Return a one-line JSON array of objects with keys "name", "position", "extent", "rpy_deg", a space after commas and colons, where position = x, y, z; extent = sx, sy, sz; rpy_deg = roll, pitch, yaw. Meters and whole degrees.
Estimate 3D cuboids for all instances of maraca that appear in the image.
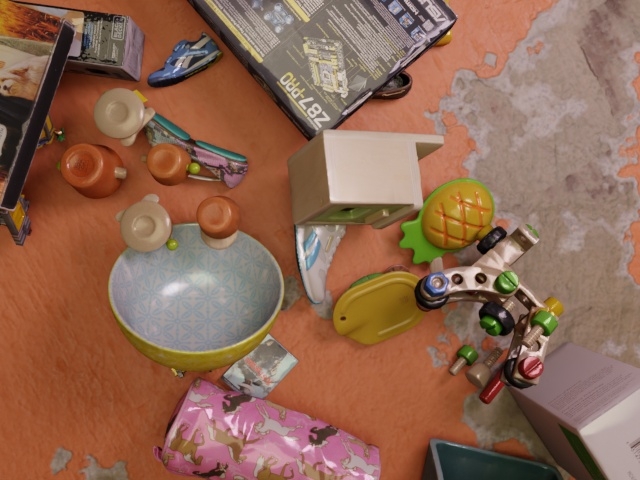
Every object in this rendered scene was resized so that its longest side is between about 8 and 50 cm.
[{"name": "maraca", "position": [0.226, -0.032, 1.423], "extent": [0.186, 0.099, 0.127], "rpy_deg": [-39, 106, 7]}]

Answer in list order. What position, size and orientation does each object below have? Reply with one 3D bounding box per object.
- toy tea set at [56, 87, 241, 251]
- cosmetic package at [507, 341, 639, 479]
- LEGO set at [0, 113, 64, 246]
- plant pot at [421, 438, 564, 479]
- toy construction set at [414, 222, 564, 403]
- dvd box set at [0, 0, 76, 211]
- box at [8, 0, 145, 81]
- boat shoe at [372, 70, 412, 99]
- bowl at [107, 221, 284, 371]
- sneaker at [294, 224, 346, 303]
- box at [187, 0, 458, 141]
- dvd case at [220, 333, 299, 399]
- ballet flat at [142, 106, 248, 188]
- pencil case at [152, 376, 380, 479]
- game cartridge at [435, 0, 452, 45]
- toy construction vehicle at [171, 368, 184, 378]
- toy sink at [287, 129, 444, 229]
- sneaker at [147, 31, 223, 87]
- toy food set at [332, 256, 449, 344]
[{"name": "toy tea set", "position": [-0.289, -0.092, 1.365], "extent": [0.200, 0.124, 0.336], "rpy_deg": [-45, 86, -1]}, {"name": "cosmetic package", "position": [0.465, 0.306, 1.312], "extent": [0.155, 0.365, 0.197], "rpy_deg": [-34, 91, -3]}, {"name": "LEGO set", "position": [-0.610, -0.124, 1.362], "extent": [0.332, 0.192, 0.254], "rpy_deg": [3, 62, -6]}, {"name": "plant pot", "position": [0.285, 0.537, 1.378], "extent": [0.248, 0.247, 0.252], "rpy_deg": [13, 107, -4]}, {"name": "toy construction set", "position": [0.328, 0.115, 1.372], "extent": [0.257, 0.308, 0.237], "rpy_deg": [31, 64, 34]}, {"name": "dvd box set", "position": [-0.622, -0.253, 1.214], "extent": [0.421, 0.062, 0.307], "rpy_deg": [19, 88, 3]}, {"name": "box", "position": [-0.457, -0.340, 1.341], "extent": [0.290, 0.169, 0.087], "rpy_deg": [7, 93, -5]}, {"name": "boat shoe", "position": [0.061, -0.288, 1.419], "extent": [0.207, 0.073, 0.073], "rpy_deg": [-1, 94, -2]}, {"name": "bowl", "position": [-0.209, 0.121, 1.358], "extent": [0.290, 0.289, 0.156], "rpy_deg": [5, 135, -3]}, {"name": "sneaker", "position": [0.000, 0.000, 1.417], "extent": [0.092, 0.087, 0.228], "rpy_deg": [-3, 94, -5]}, {"name": "box", "position": [-0.017, -0.408, 1.333], "extent": [0.318, 0.097, 0.395], "rpy_deg": [-42, 92, -4]}, {"name": "dvd case", "position": [-0.111, 0.235, 1.453], "extent": [0.087, 0.013, 0.119], "rpy_deg": [44, 90, -4]}, {"name": "ballet flat", "position": [-0.238, -0.156, 1.410], "extent": [0.222, 0.077, 0.079], "rpy_deg": [27, 103, -5]}, {"name": "pencil case", "position": [-0.088, 0.378, 1.390], "extent": [0.386, 0.167, 0.160], "rpy_deg": [23, 127, -3]}, {"name": "game cartridge", "position": [0.061, -0.476, 1.414], "extent": [0.324, 0.053, 0.285], "rpy_deg": [-7, 94, -7]}, {"name": "toy construction vehicle", "position": [-0.237, 0.204, 1.434], "extent": [0.086, 0.035, 0.098], "rpy_deg": [-26, 93, -2]}, {"name": "toy sink", "position": [0.083, -0.096, 1.341], "extent": [0.234, 0.153, 0.131], "rpy_deg": [-1, 78, -26]}, {"name": "sneaker", "position": [-0.246, -0.318, 1.411], "extent": [0.144, 0.053, 0.059], "rpy_deg": [-30, 94, -11]}, {"name": "toy food set", "position": [0.122, 0.103, 1.442], "extent": [0.218, 0.071, 0.128], "rpy_deg": [-21, 117, -1]}]
